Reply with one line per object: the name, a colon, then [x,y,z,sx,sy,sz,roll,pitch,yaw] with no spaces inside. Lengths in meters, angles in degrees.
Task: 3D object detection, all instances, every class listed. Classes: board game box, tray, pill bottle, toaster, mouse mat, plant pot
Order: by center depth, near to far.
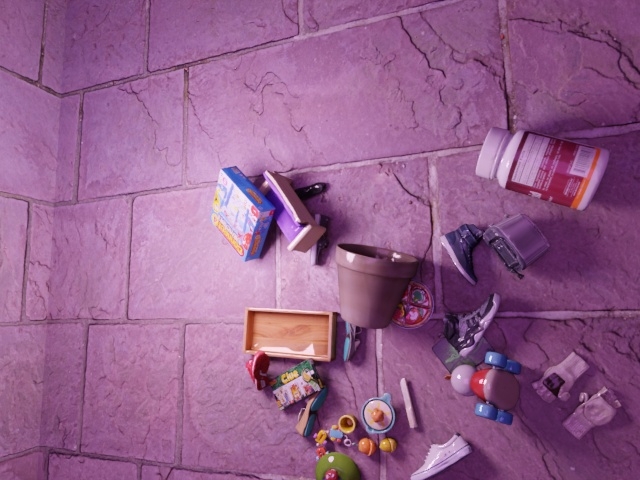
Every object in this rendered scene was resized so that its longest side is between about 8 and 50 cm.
pill bottle: [0.781,-0.268,1.668,0.392,0.224,0.223,22,91,23]
toaster: [0.718,0.012,1.687,0.147,0.129,0.227,-32,77,-11]
mouse mat: [0.544,0.419,1.781,0.190,0.007,0.152,-41,70,10]
plant pot: [0.194,0.178,1.803,0.323,0.323,0.280,14,99,22]
board game box: [-0.104,0.604,1.950,0.260,0.030,0.136,-37,64,31]
tray: [-0.135,0.399,2.011,0.411,0.076,0.202,0,82,20]
board game box: [-0.355,-0.117,2.063,0.308,0.086,0.301,46,134,27]

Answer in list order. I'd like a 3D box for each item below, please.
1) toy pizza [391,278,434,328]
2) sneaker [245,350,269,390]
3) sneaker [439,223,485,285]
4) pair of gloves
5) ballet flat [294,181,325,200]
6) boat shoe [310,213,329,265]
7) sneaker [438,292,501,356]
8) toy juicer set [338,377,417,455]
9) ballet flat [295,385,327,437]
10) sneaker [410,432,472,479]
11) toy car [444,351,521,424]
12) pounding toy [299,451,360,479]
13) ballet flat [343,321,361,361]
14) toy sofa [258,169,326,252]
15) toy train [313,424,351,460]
toy pizza: [0.351,0.254,1.864,0.202,0.032,0.201,-3,81,21]
sneaker: [-0.285,0.534,1.997,0.128,0.087,0.221,36,132,39]
sneaker: [0.580,0.043,1.776,0.164,0.086,0.226,-32,71,17]
pair of gloves: [0.888,0.539,1.612,0.204,0.042,0.240,-40,72,11]
ballet flat: [-0.054,-0.219,2.089,0.173,0.049,0.057,-14,100,25]
boat shoe: [0.000,0.000,2.019,0.076,0.080,0.228,7,82,-4]
sneaker: [0.550,0.288,1.738,0.153,0.101,0.268,32,97,20]
toy juicer set: [0.247,0.712,1.810,0.329,0.089,0.209,-37,71,12]
ballet flat: [-0.046,0.699,1.934,0.073,0.080,0.232,22,90,37]
sneaker: [0.437,0.811,1.733,0.258,0.094,0.091,-36,53,8]
toy car: [0.570,0.519,1.690,0.238,0.210,0.219,-2,66,50]
pounding toy: [0.038,0.959,1.825,0.237,0.110,0.183,-44,83,12]
ballet flat: [0.135,0.394,1.913,0.068,0.072,0.213,3,86,-9]
toy sofa: [-0.151,-0.127,1.986,0.150,0.177,0.362,-48,55,20]
toy train: [0.042,0.823,1.900,0.166,0.046,0.125,-33,84,11]
